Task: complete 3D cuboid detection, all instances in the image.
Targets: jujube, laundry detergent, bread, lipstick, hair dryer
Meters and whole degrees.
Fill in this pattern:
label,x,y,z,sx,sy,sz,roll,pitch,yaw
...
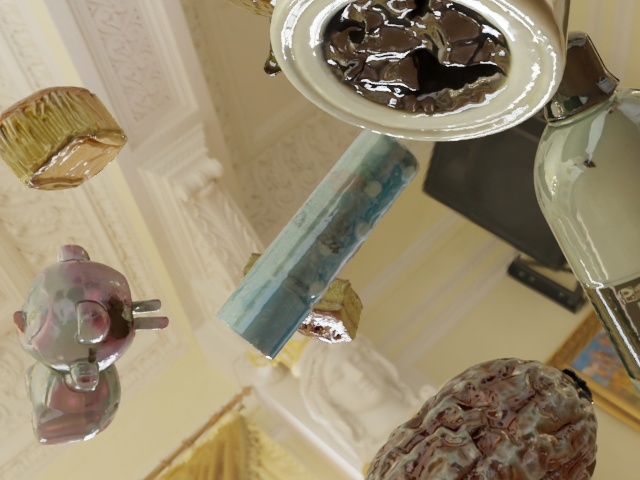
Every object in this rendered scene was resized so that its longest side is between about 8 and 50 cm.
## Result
label,x,y,z,sx,sy,sz,roll,pitch,yaw
jujube,0.191,0.278,0.958,0.317,0.226,0.226,-37,-40,-21
laundry detergent,0.185,-0.018,0.470,0.099,0.070,0.226,-31,-77,1
bread,-0.352,-0.141,1.076,0.132,0.114,0.190,-37,3,10
lipstick,0.000,0.000,0.510,0.158,0.048,0.048,-52,-36,-7
bread,-0.040,0.127,1.674,0.184,0.234,0.111,66,-137,-64
hair dryer,-0.040,-0.203,0.322,0.362,0.128,0.203,23,-114,-26

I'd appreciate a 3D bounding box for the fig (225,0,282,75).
label,x,y,z,sx,sy,sz,roll,pitch,yaw
fig,-0.056,-0.317,0.905,0.191,0.190,0.290,-52,1,-8

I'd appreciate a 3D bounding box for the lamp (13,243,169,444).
label,x,y,z,sx,sy,sz,roll,pitch,yaw
lamp,-0.387,0.177,1.347,0.247,0.247,0.301,-1,-62,-23
